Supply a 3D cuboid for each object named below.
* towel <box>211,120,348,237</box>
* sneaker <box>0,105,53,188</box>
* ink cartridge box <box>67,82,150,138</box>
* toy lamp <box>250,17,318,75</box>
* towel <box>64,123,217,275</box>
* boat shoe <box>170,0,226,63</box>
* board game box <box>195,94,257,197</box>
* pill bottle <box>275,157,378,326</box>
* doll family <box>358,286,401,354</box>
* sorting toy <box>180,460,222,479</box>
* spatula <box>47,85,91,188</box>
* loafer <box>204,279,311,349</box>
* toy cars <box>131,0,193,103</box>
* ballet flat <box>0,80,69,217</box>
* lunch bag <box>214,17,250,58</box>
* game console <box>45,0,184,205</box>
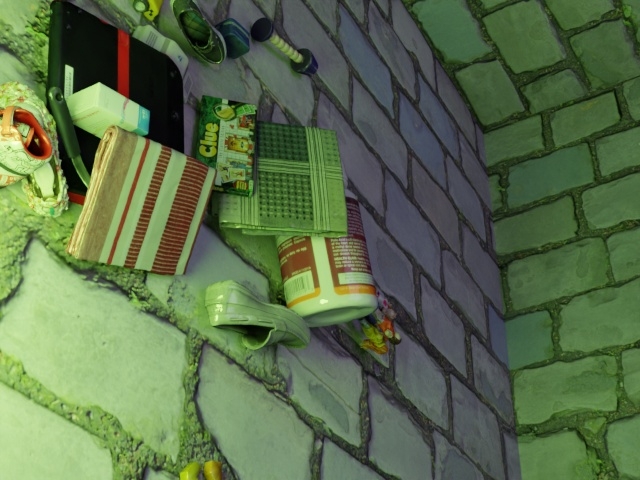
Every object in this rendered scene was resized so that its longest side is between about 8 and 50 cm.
[{"bbox_3d":[-0.098,-0.144,2.008,0.312,0.056,0.324,5,56,-15],"label":"towel"},{"bbox_3d":[-0.526,-0.185,1.278,0.270,0.145,0.090,46,35,-42],"label":"sneaker"},{"bbox_3d":[-0.381,-0.224,1.537,0.122,0.088,0.052,27,57,-49],"label":"ink cartridge box"},{"bbox_3d":[-0.093,-0.550,2.477,0.274,0.080,0.080,23,53,-58],"label":"toy lamp"},{"bbox_3d":[-0.320,-0.061,1.591,0.329,0.037,0.237,19,89,-64],"label":"towel"},{"bbox_3d":[-0.279,-0.479,2.005,0.228,0.080,0.076,64,9,-56],"label":"boat shoe"},{"bbox_3d":[-0.217,-0.219,1.968,0.030,0.136,0.260,113,-20,-54],"label":"board game box"},{"bbox_3d":[0.000,0.000,2.125,0.224,0.224,0.392,20,56,-59],"label":"pill bottle"},{"bbox_3d":[0.150,0.233,2.434,0.163,0.118,0.263,57,10,-16],"label":"doll family"},{"bbox_3d":[-0.211,0.547,1.541,0.229,0.041,0.307,30,48,-55],"label":"sorting toy"},{"bbox_3d":[-0.412,-0.125,1.489,0.084,0.030,0.296,-42,124,-44],"label":"spatula"},{"bbox_3d":[-0.135,0.188,1.872,0.319,0.112,0.111,31,51,-44],"label":"loafer"},{"bbox_3d":[-0.361,-0.488,1.882,0.176,0.087,0.394,-17,88,-65],"label":"toy cars"},{"bbox_3d":[-0.472,-0.156,1.424,0.241,0.091,0.077,70,-19,-3],"label":"ballet flat"},{"bbox_3d":[-0.229,-0.522,2.197,0.098,0.067,0.065,37,41,-48],"label":"lunch bag"},{"bbox_3d":[-0.393,-0.231,1.660,0.342,0.060,0.386,19,61,-52],"label":"game console"}]
